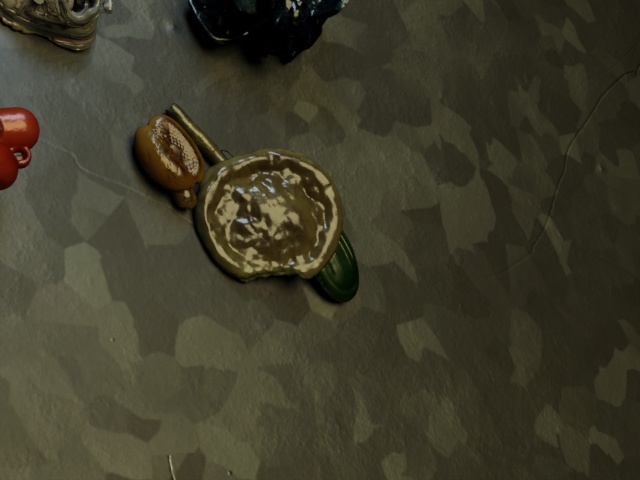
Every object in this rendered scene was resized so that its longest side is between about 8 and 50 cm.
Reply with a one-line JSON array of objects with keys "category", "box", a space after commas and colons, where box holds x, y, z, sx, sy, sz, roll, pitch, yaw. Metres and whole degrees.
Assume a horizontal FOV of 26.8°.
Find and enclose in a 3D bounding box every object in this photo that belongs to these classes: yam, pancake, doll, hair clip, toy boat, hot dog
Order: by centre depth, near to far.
[{"category": "doll", "box": [-0.489, -0.106, 1.688, 0.290, 0.130, 0.161, -9, 69, -28]}, {"category": "hot dog", "box": [-0.218, -0.115, 1.977, 0.140, 0.060, 0.090, 47, 50, -2]}, {"category": "pancake", "box": [-0.074, -0.039, 2.030, 0.236, 0.042, 0.222, 18, 75, -16]}, {"category": "yam", "box": [-0.149, -0.120, 2.054, 0.234, 0.027, 0.029, 47, 71, -13]}, {"category": "toy boat", "box": [0.000, 0.000, 2.106, 0.104, 0.052, 0.210, -31, 92, -47]}, {"category": "hair clip", "box": [-0.060, -0.416, 2.175, 0.206, 0.194, 0.310, 40, 50, -9]}]

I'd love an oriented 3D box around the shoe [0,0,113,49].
[{"category": "shoe", "box": [-0.386, -0.343, 1.920, 0.180, 0.092, 0.089, 25, 55, -29]}]
